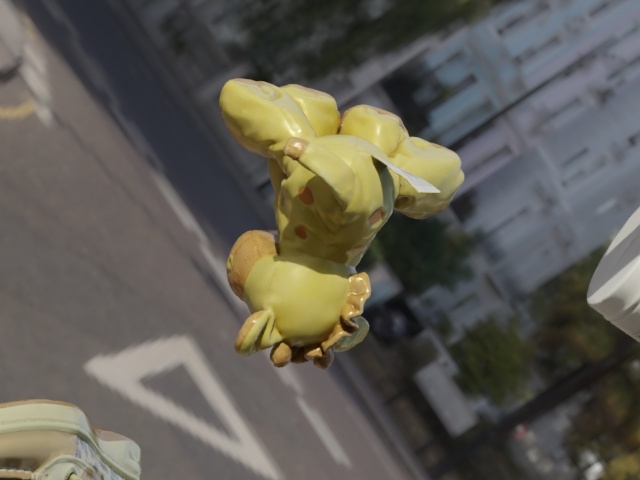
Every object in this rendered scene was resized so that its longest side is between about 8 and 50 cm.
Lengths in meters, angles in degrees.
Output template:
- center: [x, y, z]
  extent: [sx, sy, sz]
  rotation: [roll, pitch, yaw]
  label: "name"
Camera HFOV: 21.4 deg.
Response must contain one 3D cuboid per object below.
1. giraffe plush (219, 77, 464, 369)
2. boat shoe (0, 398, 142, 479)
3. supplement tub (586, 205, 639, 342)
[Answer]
- center: [0.000, 0.000, 1.210]
  extent: [0.181, 0.170, 0.210]
  rotation: [14, 18, -23]
  label: "giraffe plush"
- center: [-0.172, 0.154, 1.005]
  extent: [0.285, 0.105, 0.089]
  rotation: [35, 43, -67]
  label: "boat shoe"
- center: [0.186, 0.031, 0.782]
  extent: [0.107, 0.071, 0.071]
  rotation: [34, 4, -4]
  label: "supplement tub"
